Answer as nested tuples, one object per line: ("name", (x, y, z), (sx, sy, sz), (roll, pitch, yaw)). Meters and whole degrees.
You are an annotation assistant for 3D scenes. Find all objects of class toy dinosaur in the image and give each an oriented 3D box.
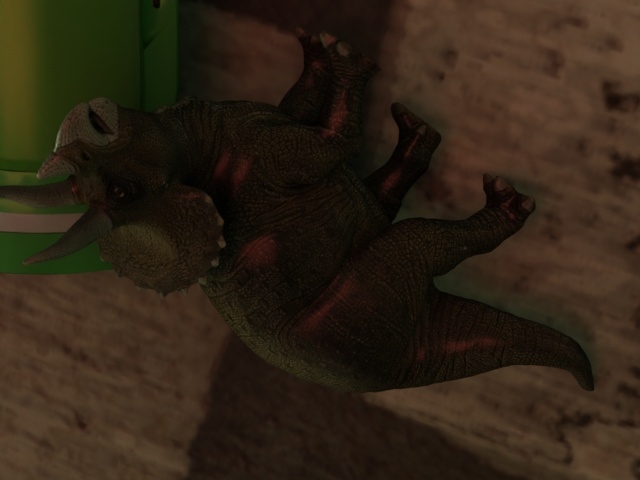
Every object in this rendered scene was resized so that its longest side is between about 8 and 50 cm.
("toy dinosaur", (0.000, 0.000, 0.656), (0.313, 0.121, 0.160), (38, 91, -29))

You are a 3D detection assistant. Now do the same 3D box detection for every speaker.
("speaker", (-0.137, -0.138, 0.679), (0.131, 0.131, 0.297), (4, 102, 18))
